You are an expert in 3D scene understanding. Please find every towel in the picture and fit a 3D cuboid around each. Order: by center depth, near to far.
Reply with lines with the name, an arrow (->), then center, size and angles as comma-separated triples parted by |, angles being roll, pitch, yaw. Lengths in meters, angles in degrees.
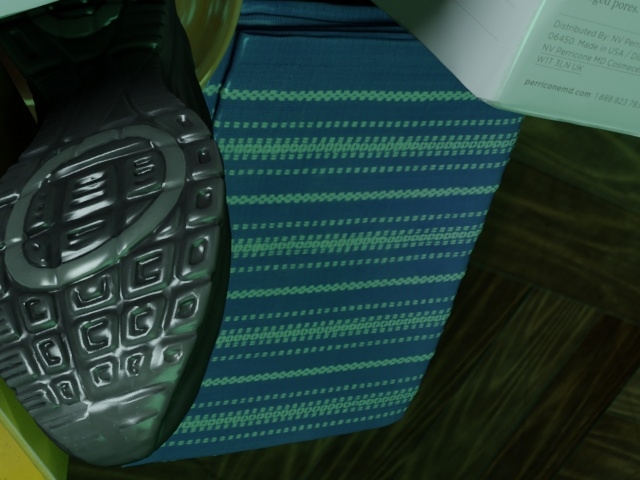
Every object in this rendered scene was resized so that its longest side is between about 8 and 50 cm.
towel -> 0.000, 0.000, 0.946 | 0.243, 0.040, 0.336 | -4, 127, -31

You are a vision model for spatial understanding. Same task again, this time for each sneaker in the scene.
sneaker -> -0.081, -0.019, 0.652 | 0.109, 0.286, 0.130 | -11, 140, 8

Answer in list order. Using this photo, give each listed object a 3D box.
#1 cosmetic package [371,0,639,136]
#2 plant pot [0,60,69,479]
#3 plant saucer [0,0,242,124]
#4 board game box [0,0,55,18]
cosmetic package -> 0.165, -0.266, 0.713 | 0.156, 0.217, 0.385 | 5, 119, -34
plant pot -> -0.229, -0.010, 0.655 | 0.212, 0.187, 0.212 | -7, 136, 16
plant saucer -> -0.138, -0.130, 0.746 | 0.200, 0.037, 0.200 | -14, 129, -17
board game box -> -0.168, -0.174, 0.572 | 0.303, 0.224, 0.097 | -22, 133, -16
